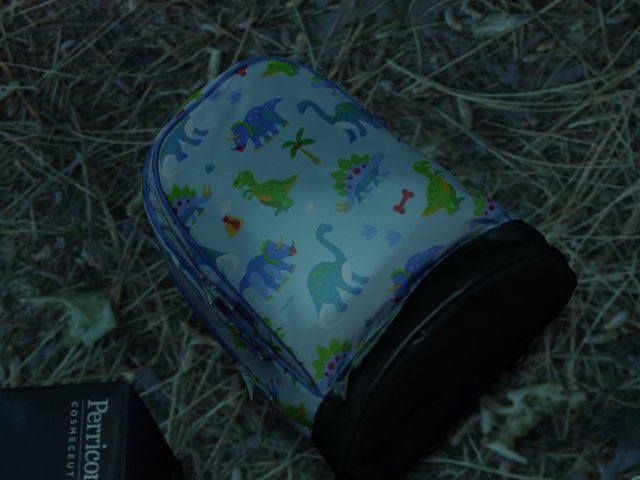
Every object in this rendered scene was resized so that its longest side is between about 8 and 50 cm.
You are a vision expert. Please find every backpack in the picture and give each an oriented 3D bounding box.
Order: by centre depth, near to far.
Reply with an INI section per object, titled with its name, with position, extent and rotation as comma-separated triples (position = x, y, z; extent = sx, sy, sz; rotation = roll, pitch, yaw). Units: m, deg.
[backpack]
position = 0.000, 0.000, 1.630
extent = 0.290, 0.273, 0.355
rotation = -43, 51, -6

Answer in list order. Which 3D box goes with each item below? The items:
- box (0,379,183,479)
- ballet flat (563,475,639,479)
[box]
position = -0.332, 0.303, 1.526
extent = 0.395, 0.212, 0.294
rotation = -5, 61, 7
[ballet flat]
position = 0.248, 0.248, 1.521
extent = 0.348, 0.123, 0.123
rotation = -9, 61, 6
